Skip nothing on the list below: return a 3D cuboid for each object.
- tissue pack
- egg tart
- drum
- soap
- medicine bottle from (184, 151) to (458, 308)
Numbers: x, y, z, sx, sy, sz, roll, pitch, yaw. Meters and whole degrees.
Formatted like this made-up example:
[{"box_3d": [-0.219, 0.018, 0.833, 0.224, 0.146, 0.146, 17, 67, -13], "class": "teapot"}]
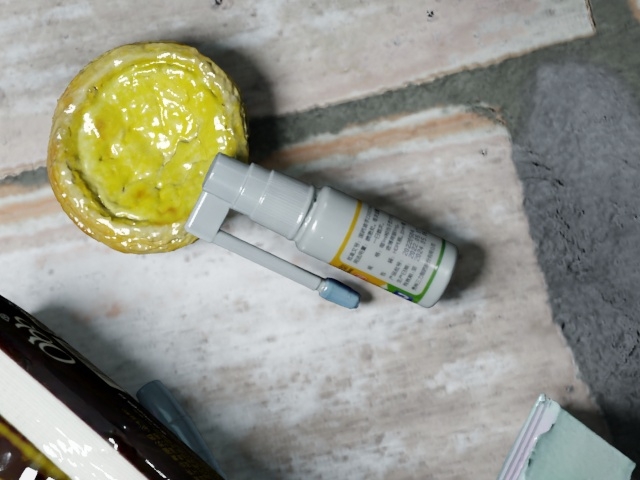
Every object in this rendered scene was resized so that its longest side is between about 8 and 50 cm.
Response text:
[{"box_3d": [-0.214, 0.198, 1.507, 0.370, 0.210, 0.198, 39, 92, 22], "class": "tissue pack"}, {"box_3d": [-0.147, -0.077, 1.664, 0.191, 0.074, 0.191, -1, 78, 4], "class": "egg tart"}, {"box_3d": [-0.056, 0.219, 1.598, 0.130, 0.049, 0.253, -20, 76, 0], "class": "drum"}, {"box_3d": [0.171, 0.243, 1.531, 0.091, 0.145, 0.230, 28, 85, 1], "class": "soap"}, {"box_3d": [0.000, 0.000, 1.617, 0.221, 0.061, 0.092, 25, 105, -8], "class": "medicine bottle"}]
